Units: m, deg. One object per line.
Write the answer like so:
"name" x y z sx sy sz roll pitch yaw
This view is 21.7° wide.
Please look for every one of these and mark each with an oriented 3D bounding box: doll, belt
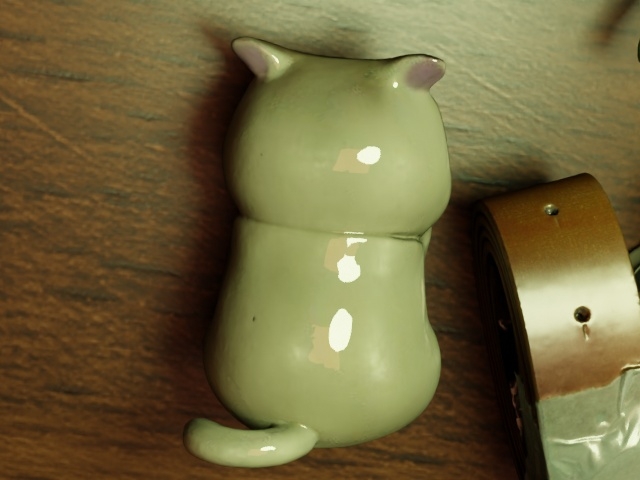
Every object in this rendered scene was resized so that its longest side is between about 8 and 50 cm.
"doll" 0.007 0.015 1.482 0.215 0.226 0.370 10 93 19
"belt" 0.230 0.111 1.533 0.122 0.217 0.338 -14 108 -5

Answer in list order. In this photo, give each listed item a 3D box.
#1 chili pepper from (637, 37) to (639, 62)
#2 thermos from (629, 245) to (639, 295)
"chili pepper" 0.363 -0.263 1.483 0.261 0.174 0.165 -39 105 -2
"thermos" 0.355 0.109 1.611 0.137 0.105 0.193 -47 116 -18
